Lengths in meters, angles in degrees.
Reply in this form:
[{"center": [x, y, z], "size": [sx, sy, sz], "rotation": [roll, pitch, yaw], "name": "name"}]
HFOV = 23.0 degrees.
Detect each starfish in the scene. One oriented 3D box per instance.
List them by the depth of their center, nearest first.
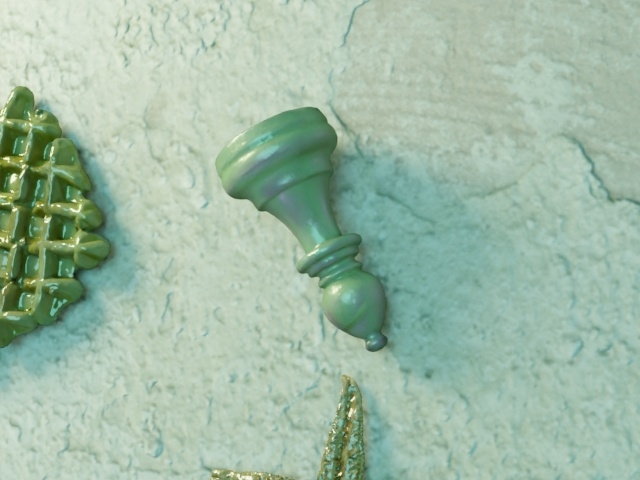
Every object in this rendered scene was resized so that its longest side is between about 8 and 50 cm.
[{"center": [-0.016, 0.292, 1.693], "size": [0.231, 0.048, 0.295], "rotation": [-6, 76, 21], "name": "starfish"}]

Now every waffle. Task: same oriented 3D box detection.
[{"center": [-0.404, -0.019, 1.908], "size": [0.292, 0.056, 0.309], "rotation": [-35, 70, 12], "name": "waffle"}]

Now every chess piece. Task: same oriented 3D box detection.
[{"center": [0.000, 0.000, 1.717], "size": [0.139, 0.139, 0.271], "rotation": [-29, 82, 14], "name": "chess piece"}]
